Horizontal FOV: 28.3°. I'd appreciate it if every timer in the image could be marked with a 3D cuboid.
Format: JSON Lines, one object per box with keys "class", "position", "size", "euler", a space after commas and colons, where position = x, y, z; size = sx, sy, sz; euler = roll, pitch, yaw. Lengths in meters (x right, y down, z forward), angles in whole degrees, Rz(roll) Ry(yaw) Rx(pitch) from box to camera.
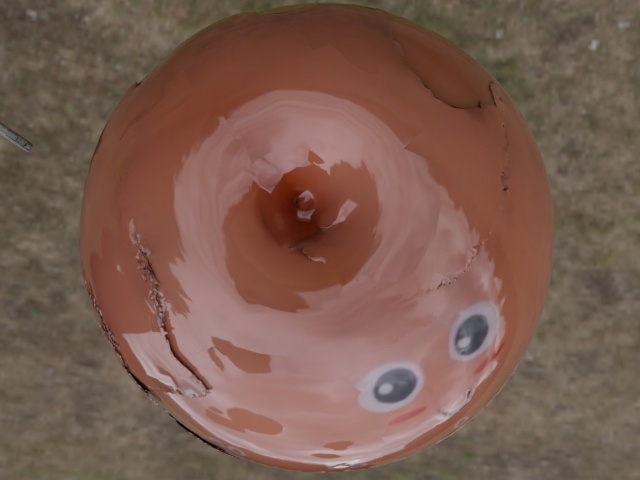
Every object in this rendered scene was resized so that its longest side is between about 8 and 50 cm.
{"class": "timer", "position": [0.000, 0.000, 0.628], "size": [0.230, 0.229, 0.215], "euler": [2, 166, 8]}

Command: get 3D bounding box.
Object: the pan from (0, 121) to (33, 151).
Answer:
{"class": "pan", "position": [-0.428, -0.182, 1.520], "size": [0.202, 0.128, 0.048], "euler": [7, -177, -30]}
